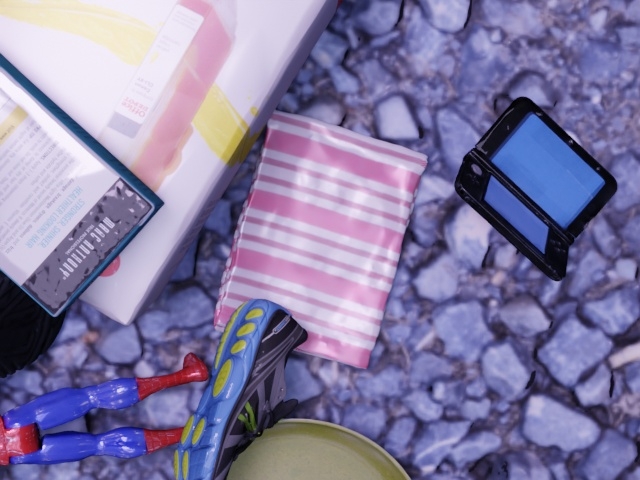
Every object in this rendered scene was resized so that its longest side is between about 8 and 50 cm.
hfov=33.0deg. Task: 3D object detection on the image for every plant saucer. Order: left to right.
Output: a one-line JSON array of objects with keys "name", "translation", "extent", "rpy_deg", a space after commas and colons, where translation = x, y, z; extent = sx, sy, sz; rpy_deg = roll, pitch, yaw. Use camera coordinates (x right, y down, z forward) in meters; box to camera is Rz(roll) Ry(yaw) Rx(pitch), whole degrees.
[{"name": "plant saucer", "translation": [-0.024, 0.268, 0.939], "extent": [0.241, 0.037, 0.241], "rpy_deg": [0, 96, -4]}]

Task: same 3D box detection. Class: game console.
[{"name": "game console", "translation": [0.184, -0.045, 0.910], "extent": [0.122, 0.107, 0.071], "rpy_deg": [41, 120, -6]}]

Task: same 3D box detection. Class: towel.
[{"name": "towel", "translation": [0.000, 0.000, 0.920], "extent": [0.144, 0.029, 0.197], "rpy_deg": [15, 94, -6]}]

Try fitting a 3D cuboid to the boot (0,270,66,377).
[{"name": "boot", "translation": [-0.354, 0.042, 0.852], "extent": [0.207, 0.246, 0.094], "rpy_deg": [25, 115, 27]}]

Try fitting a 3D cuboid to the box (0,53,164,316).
[{"name": "box", "translation": [-0.228, -0.070, 0.716], "extent": [0.244, 0.060, 0.100], "rpy_deg": [43, 94, -5]}]

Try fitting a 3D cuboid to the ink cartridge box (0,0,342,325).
[{"name": "ink cartridge box", "translation": [-0.156, -0.169, 0.821], "extent": [0.279, 0.160, 0.384], "rpy_deg": [31, 93, -4]}]

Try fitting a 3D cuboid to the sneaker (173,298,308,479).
[{"name": "sneaker", "translation": [-0.061, 0.142, 0.872], "extent": [0.078, 0.067, 0.188], "rpy_deg": [27, 78, -26]}]

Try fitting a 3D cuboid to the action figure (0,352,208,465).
[{"name": "action figure", "translation": [-0.244, 0.155, 0.895], "extent": [0.280, 0.139, 0.091], "rpy_deg": [-9, 94, -26]}]
